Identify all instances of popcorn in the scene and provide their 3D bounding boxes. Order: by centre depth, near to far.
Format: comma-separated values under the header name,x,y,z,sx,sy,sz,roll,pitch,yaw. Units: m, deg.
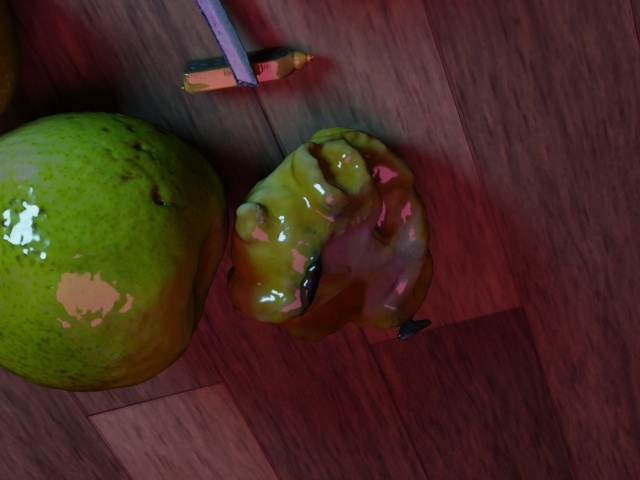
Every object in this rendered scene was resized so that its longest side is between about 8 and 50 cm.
name,x,y,z,sx,sy,sz,roll,pitch,yaw
popcorn,0.000,0.000,1.542,0.297,0.281,0.316,-37,142,-10

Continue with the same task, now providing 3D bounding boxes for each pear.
name,x,y,z,sx,sy,sz,roll,pitch,yaw
pear,-0.316,0.006,1.469,0.391,0.391,0.391,0,129,0

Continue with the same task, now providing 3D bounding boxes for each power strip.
name,x,y,z,sx,sy,sz,roll,pitch,yaw
power strip,-0.096,-0.224,1.481,0.178,0.049,0.028,-8,122,6

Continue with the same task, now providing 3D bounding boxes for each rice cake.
name,x,y,z,sx,sy,sz,roll,pitch,yaw
rice cake,-0.132,-0.280,1.415,0.033,0.033,0.208,-25,110,5

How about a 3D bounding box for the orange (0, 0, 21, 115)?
name,x,y,z,sx,sy,sz,roll,pitch,yaw
orange,-0.500,-0.225,1.361,0.279,0.235,0.279,4,125,5
